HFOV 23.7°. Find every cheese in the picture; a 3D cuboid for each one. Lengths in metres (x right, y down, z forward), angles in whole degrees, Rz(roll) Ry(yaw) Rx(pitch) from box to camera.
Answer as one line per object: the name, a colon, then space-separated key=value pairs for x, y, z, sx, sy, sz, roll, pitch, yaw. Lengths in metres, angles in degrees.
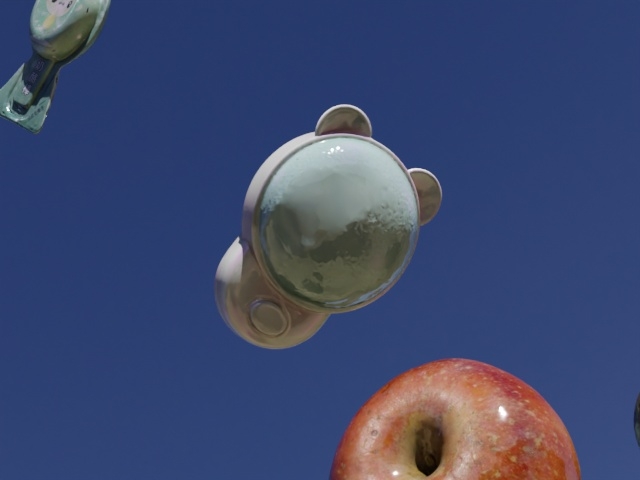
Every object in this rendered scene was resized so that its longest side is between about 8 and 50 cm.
cheese: x=-0.164 y=-0.127 z=0.954 sx=0.026 sy=0.067 sz=0.120 roll=28 pitch=-91 yaw=-46

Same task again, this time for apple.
apple: x=0.104 y=0.197 z=1.160 sx=0.201 sy=0.201 sz=0.162 roll=-32 pitch=-43 yaw=10

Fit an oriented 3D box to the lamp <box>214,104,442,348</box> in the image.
lamp: x=0.000 y=0.001 z=1.484 sx=0.179 sy=0.108 sz=0.246 roll=40 pitch=-91 yaw=-20

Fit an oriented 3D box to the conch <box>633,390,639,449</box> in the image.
conch: x=0.412 y=0.185 z=1.544 sx=0.187 sy=0.181 sz=0.124 roll=-15 pitch=-61 yaw=26
